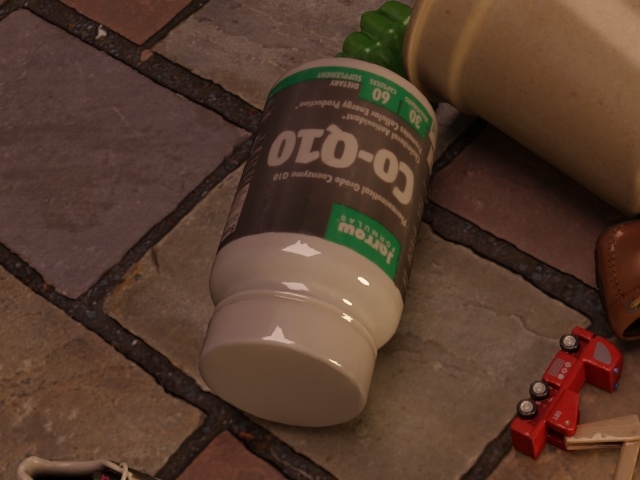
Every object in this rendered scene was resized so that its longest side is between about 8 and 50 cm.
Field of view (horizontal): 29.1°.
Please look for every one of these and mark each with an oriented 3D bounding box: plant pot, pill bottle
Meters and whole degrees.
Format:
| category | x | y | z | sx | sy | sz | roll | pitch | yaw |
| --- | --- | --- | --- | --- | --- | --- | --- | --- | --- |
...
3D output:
| category | x | y | z | sx | sy | sz | roll | pitch | yaw |
| --- | --- | --- | --- | --- | --- | --- | --- | --- | --- |
| plant pot | 0.312 | -0.195 | 1.328 | 0.334 | 0.334 | 0.305 | -37 | 64 | -14 |
| pill bottle | 0.000 | 0.000 | 1.306 | 0.204 | 0.204 | 0.361 | 3 | 55 | 16 |

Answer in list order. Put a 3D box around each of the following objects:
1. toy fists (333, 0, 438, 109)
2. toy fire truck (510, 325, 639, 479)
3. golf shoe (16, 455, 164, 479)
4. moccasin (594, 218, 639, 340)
| category | x | y | z | sx | sy | sz | roll | pitch | yaw |
| --- | --- | --- | --- | --- | --- | --- | --- | --- | --- |
| toy fists | 0.134 | -0.249 | 1.499 | 0.279 | 0.142 | 0.096 | -33 | 48 | -12 |
| toy fire truck | 0.261 | 0.184 | 1.197 | 0.135 | 0.047 | 0.192 | 25 | 62 | 29 |
| golf shoe | -0.172 | 0.275 | 1.196 | 0.273 | 0.120 | 0.105 | 5 | 53 | 16 |
| moccasin | 0.466 | 0.016 | 1.214 | 0.380 | 0.139 | 0.147 | -11 | 52 | 6 |
